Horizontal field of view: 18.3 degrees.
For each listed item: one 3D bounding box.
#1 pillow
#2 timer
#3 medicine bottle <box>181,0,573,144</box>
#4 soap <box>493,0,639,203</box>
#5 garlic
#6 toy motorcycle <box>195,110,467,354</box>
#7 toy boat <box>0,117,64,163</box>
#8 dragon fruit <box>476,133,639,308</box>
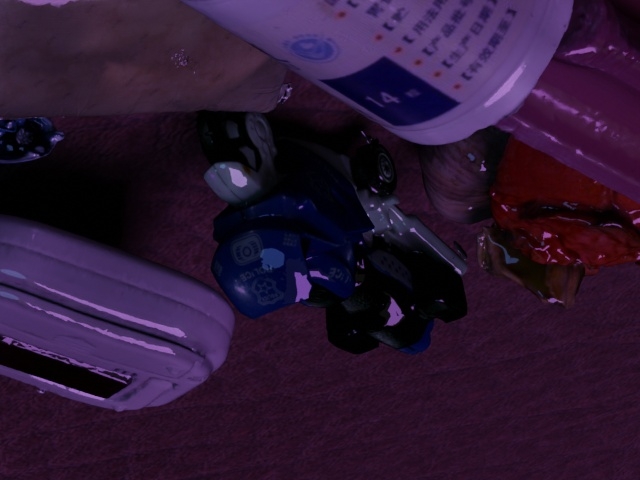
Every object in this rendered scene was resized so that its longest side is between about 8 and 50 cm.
[{"bbox_3d":[-0.138,-0.167,1.496,0.302,0.075,0.185,-4,134,-28],"label":"pillow"},{"bbox_3d":[-0.211,0.066,1.660,0.262,0.087,0.237,20,157,-16],"label":"timer"},{"bbox_3d":[-0.002,-0.212,1.300,0.190,0.190,0.332,-40,133,24],"label":"medicine bottle"},{"bbox_3d":[0.265,-0.143,1.573,0.359,0.233,0.128,25,128,-31],"label":"soap"},{"bbox_3d":[0.151,-0.085,1.786,0.147,0.102,0.159,-45,157,8],"label":"garlic"},{"bbox_3d":[0.000,0.000,1.708,0.125,0.196,0.331,-20,146,27],"label":"toy motorcycle"},{"bbox_3d":[-0.262,-0.091,1.541,0.137,0.060,0.061,17,152,-42],"label":"toy boat"},{"bbox_3d":[0.264,-0.022,1.762,0.317,0.152,0.205,-13,142,-56],"label":"dragon fruit"}]
